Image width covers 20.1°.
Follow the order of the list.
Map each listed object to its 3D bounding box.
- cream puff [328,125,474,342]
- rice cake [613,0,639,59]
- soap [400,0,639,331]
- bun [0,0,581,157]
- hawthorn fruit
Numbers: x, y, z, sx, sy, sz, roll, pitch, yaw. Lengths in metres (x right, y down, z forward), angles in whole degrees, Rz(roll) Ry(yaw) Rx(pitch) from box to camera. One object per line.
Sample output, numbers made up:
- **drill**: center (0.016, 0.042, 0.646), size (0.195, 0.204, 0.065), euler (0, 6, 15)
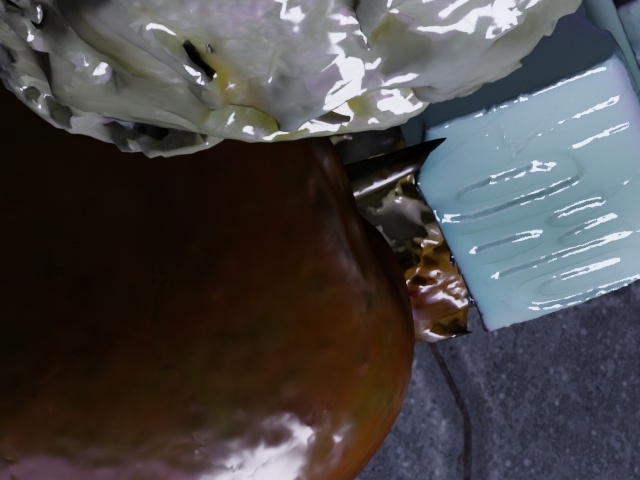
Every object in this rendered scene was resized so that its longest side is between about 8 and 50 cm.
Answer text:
- **cream puff**: center (0.000, 0.000, 1.203), size (0.269, 0.155, 0.241), euler (-12, 168, 17)
- **rice cake**: center (0.252, -0.165, 0.930), size (0.081, 0.051, 0.290), euler (-31, -177, -33)
- **soap**: center (0.121, -0.044, 1.023), size (0.145, 0.091, 0.230), euler (-18, 144, 14)
- **bun**: center (-0.006, -0.100, 0.528), size (0.239, 0.141, 0.239), euler (-13, 172, -2)
- **hawthorn fruit**: center (-0.082, 0.023, 0.769), size (0.301, 0.267, 0.268), euler (-17, 172, -2)
